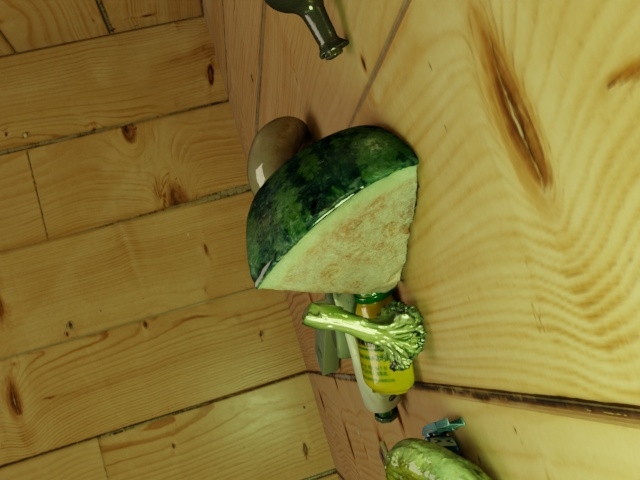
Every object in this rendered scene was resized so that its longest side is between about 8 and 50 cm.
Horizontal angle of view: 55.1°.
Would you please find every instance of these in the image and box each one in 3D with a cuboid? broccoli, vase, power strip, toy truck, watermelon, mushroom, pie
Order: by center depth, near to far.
[{"bbox_3d":[0.194,0.415,0.891,0.277,0.078,0.277,39,144,37],"label":"pie"},{"bbox_3d":[0.005,-0.023,0.959,0.283,0.250,0.292,-114,16,-64],"label":"watermelon"},{"bbox_3d":[-0.019,-0.373,0.970,0.183,0.120,0.120,62,172,-9],"label":"vase"},{"bbox_3d":[0.197,0.326,0.974,0.136,0.063,0.074,111,159,-66],"label":"toy truck"},{"bbox_3d":[0.071,0.137,0.989,0.122,0.204,0.118,-138,65,-73],"label":"broccoli"},{"bbox_3d":[-0.075,-0.174,1.433,0.226,0.178,0.226,14,-90,-86],"label":"mushroom"},{"bbox_3d":[0.022,0.306,1.882,0.385,0.062,0.091,90,162,-54],"label":"power strip"}]

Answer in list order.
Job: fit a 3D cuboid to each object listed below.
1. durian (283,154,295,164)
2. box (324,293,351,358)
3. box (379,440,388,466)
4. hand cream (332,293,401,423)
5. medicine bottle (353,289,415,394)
[{"bbox_3d":[-0.023,-0.080,1.216,0.196,0.167,0.196,13,-90,-79],"label":"durian"},{"bbox_3d":[0.066,0.172,1.323,0.124,0.093,0.172,-109,9,-51],"label":"box"},{"bbox_3d":[0.167,0.562,1.611,0.083,0.012,0.046,85,167,-52],"label":"box"},{"bbox_3d":[0.100,0.216,1.217,0.076,0.121,0.336,8,121,42],"label":"hand cream"},{"bbox_3d":[0.102,0.124,1.112,0.111,0.076,0.309,-4,98,43],"label":"medicine bottle"}]
